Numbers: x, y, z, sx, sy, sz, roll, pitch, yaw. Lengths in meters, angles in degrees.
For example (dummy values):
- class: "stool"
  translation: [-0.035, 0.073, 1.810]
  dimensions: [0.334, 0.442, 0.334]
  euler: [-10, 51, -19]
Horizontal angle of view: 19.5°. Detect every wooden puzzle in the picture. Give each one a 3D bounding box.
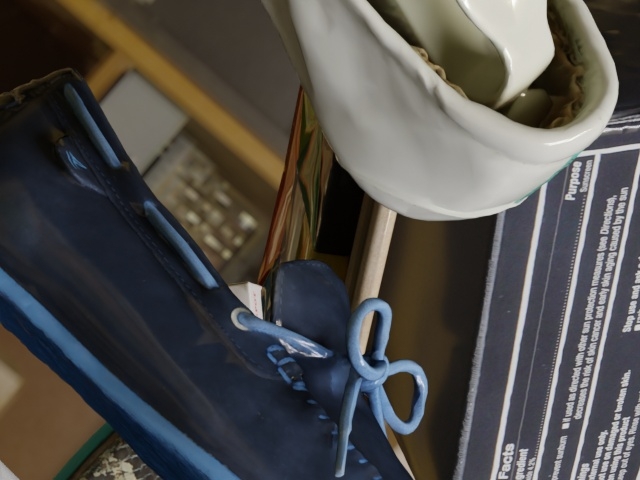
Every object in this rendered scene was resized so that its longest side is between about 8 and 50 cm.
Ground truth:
- class: "wooden puzzle"
  translation: [0.000, 0.000, 0.960]
  dimensions: [0.221, 0.044, 0.238]
  euler: [-101, -164, -63]

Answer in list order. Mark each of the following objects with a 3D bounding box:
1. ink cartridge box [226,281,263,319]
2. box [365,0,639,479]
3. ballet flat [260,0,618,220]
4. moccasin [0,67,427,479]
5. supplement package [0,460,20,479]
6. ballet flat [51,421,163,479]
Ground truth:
- class: "ink cartridge box"
  translation: [-0.086, 0.094, 1.748]
  dimensions: [0.090, 0.092, 0.143]
  euler: [-9, 170, 17]
- class: "box"
  translation: [0.191, -0.009, 1.087]
  dimensions: [0.182, 0.294, 0.296]
  euler: [-119, -153, -48]
- class: "ballet flat"
  translation: [-0.010, -0.185, 0.667]
  dimensions: [0.139, 0.400, 0.139]
  euler: [-30, -166, 8]
- class: "moccasin"
  translation: [-0.031, 0.048, 0.786]
  dimensions: [0.117, 0.342, 0.137]
  euler: [-45, 171, -15]
- class: "supplement package"
  translation: [-0.330, 0.277, 1.313]
  dimensions: [0.263, 0.199, 0.198]
  euler: [-27, -131, 4]
- class: "ballet flat"
  translation: [-0.162, 0.294, 1.050]
  dimensions: [0.483, 0.182, 0.164]
  euler: [-46, 145, 21]
